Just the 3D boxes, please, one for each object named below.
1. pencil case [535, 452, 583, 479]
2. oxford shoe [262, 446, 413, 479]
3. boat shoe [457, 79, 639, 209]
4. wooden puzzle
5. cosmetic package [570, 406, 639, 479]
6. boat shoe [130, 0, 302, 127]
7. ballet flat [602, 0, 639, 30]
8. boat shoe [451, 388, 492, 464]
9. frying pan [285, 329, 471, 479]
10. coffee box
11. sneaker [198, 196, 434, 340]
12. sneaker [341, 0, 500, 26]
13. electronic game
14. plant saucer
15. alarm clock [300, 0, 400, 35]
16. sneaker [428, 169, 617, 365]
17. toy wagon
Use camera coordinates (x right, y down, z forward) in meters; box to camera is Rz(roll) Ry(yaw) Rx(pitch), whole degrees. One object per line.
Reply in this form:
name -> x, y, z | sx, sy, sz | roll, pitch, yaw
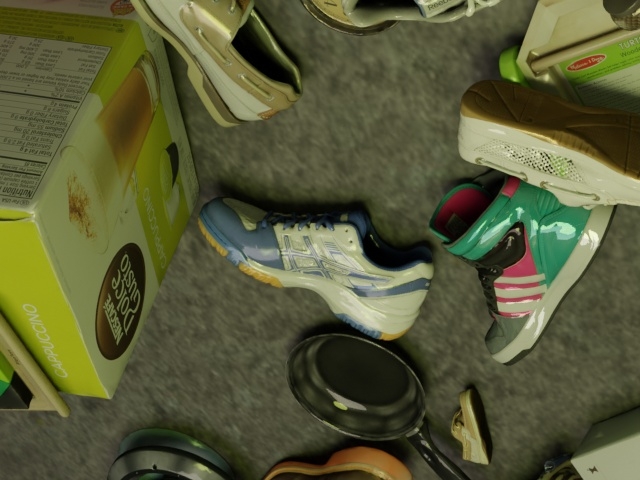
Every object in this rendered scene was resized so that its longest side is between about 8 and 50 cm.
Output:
pencil case -> 0.250, 0.446, 2.024 | 0.184, 0.159, 0.410 | 13, 142, -30
oxford shoe -> -0.015, 0.396, 2.091 | 0.130, 0.132, 0.364 | 36, 145, -13
boat shoe -> 0.273, -0.080, 1.505 | 0.277, 0.098, 0.096 | 22, 135, 16
wooden puzzle -> -0.422, 0.134, 1.627 | 0.239, 0.044, 0.221 | 2, 142, 21
cosmetic package -> 0.536, 0.356, 1.816 | 0.284, 0.097, 0.377 | -31, 97, 41
boat shoe -> -0.120, -0.255, 1.594 | 0.103, 0.113, 0.302 | -10, 136, 27
ballet flat -> 0.361, -0.291, 1.344 | 0.058, 0.084, 0.250 | 31, 107, -32
boat shoe -> 0.198, 0.252, 1.954 | 0.045, 0.050, 0.135 | -3, 129, 17
frying pan -> 0.108, 0.218, 1.952 | 0.326, 0.053, 0.197 | 25, 135, 2
coffee box -> -0.369, -0.062, 1.670 | 0.338, 0.334, 0.337 | 8, 142, 15
sneaker -> 0.000, 0.000, 1.790 | 0.296, 0.112, 0.131 | 25, 117, -3
sneaker -> 0.153, -0.256, 1.373 | 0.297, 0.129, 0.111 | -10, 126, 32
electronic game -> -0.212, 0.390, 2.190 | 0.229, 0.048, 0.229 | 11, 132, 13
plant saucer -> -0.225, 0.366, 2.236 | 0.195, 0.037, 0.195 | 11, 132, 12
alarm clock -> 0.058, -0.277, 1.527 | 0.192, 0.064, 0.129 | 19, 134, 8
sneaker -> 0.204, 0.021, 1.695 | 0.178, 0.123, 0.295 | 26, 138, 2
toy wagon -> 0.319, -0.198, 1.492 | 0.267, 0.068, 0.344 | -17, 121, 33
